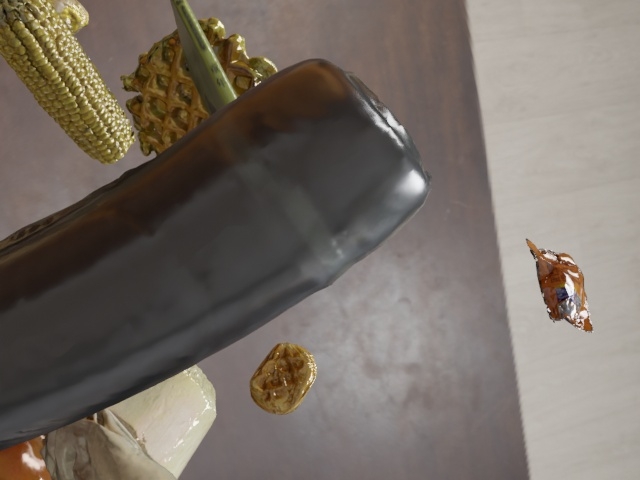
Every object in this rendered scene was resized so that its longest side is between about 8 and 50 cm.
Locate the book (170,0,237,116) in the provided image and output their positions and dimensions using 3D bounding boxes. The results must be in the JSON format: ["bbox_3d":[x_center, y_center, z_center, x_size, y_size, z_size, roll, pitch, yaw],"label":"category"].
[{"bbox_3d":[-0.097,-0.120,1.144,0.035,0.239,0.352,-25,77,-6],"label":"book"}]

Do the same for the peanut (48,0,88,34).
[{"bbox_3d":[-0.512,-0.386,1.579,0.207,0.087,0.087,-13,97,-22],"label":"peanut"}]

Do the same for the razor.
[{"bbox_3d":[-0.112,0.023,0.507,0.349,0.204,0.113,-29,95,-1],"label":"razor"}]

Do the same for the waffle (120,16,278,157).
[{"bbox_3d":[-0.202,-0.221,1.589,0.302,0.325,0.068,61,34,-12],"label":"waffle"}]

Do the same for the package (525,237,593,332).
[{"bbox_3d":[0.255,0.046,0.957,0.077,0.033,0.110,9,52,-16],"label":"package"}]

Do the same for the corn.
[{"bbox_3d":[-0.386,-0.246,1.336,0.115,0.115,0.317,-45,132,-18],"label":"corn"}]

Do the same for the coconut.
[{"bbox_3d":[-0.325,0.317,1.603,0.239,0.239,0.244,48,58,-19],"label":"coconut"}]

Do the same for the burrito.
[{"bbox_3d":[-0.141,0.240,0.768,0.076,0.392,0.117,-14,120,-37],"label":"burrito"}]

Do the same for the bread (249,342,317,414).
[{"bbox_3d":[-0.053,0.206,1.340,0.083,0.044,0.110,29,71,18],"label":"bread"}]

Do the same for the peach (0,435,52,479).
[{"bbox_3d":[-0.457,0.318,1.158,0.343,0.343,0.301,10,112,-25],"label":"peach"}]
